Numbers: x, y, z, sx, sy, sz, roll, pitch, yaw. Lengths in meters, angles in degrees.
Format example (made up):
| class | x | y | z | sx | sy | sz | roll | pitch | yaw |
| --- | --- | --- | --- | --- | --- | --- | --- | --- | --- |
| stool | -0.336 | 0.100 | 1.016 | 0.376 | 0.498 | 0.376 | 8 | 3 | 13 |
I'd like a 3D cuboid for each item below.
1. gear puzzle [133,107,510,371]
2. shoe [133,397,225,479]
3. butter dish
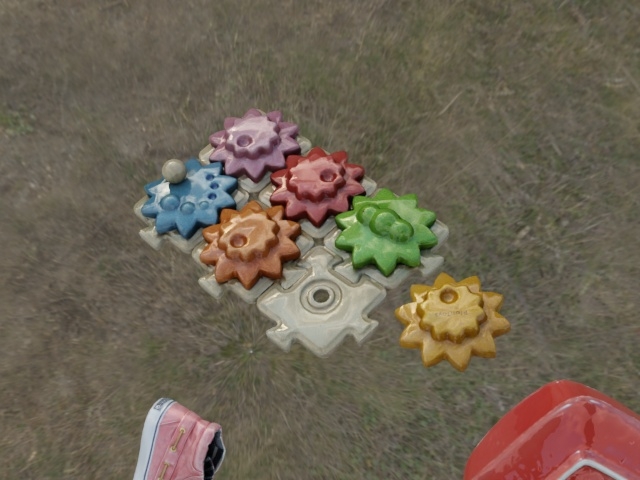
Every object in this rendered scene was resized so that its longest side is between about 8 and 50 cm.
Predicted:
| class | x | y | z | sx | sy | sz | roll | pitch | yaw |
| --- | --- | --- | --- | --- | --- | --- | --- | --- | --- |
| gear puzzle | 0.000 | 0.000 | 0.733 | 0.339 | 0.044 | 0.175 | 35 | 64 | 29 |
| shoe | -0.160 | 0.265 | 1.015 | 0.081 | 0.063 | 0.178 | 21 | 117 | 17 |
| butter dish | 0.168 | 0.156 | 0.618 | 0.160 | 0.118 | 0.160 | 31 | 116 | -17 |
